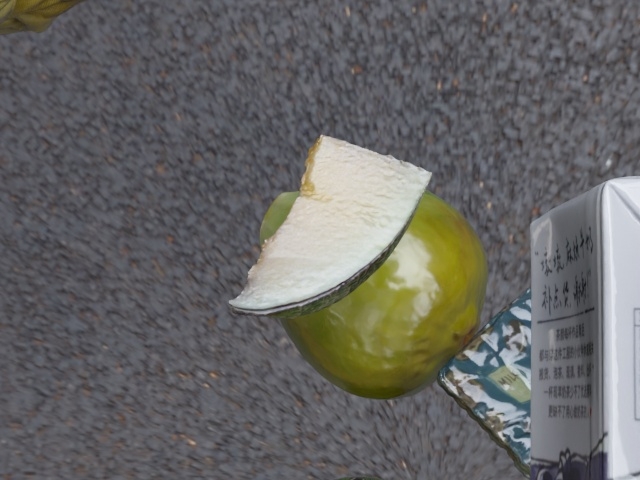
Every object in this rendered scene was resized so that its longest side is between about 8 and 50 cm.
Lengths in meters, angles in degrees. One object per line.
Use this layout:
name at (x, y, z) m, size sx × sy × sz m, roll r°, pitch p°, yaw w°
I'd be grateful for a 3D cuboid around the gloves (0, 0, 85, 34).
gloves at (-0.233, -0.236, 0.939) m, size 0.331 × 0.141 × 0.154 m, roll -23°, pitch 103°, yaw -41°

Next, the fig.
fig at (0.052, 0.041, 1.180) m, size 0.207 × 0.207 × 0.230 m, roll -52°, pitch 42°, yaw -7°

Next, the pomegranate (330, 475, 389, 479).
pomegranate at (0.032, 0.383, 1.326) m, size 0.270 × 0.254 × 0.254 m, roll -9°, pitch 77°, yaw 4°

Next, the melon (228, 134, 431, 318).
melon at (0.008, 0.002, 0.911) m, size 0.098 × 0.054 × 0.182 m, roll 24°, pitch 54°, yaw 4°

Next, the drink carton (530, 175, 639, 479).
drink carton at (0.165, 0.086, 0.607) m, size 0.101 × 0.134 × 0.222 m, roll 1°, pitch 83°, yaw -3°

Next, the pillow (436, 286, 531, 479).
pillow at (0.242, 0.149, 1.039) m, size 0.189 × 0.034 × 0.255 m, roll -36°, pitch 70°, yaw -23°
